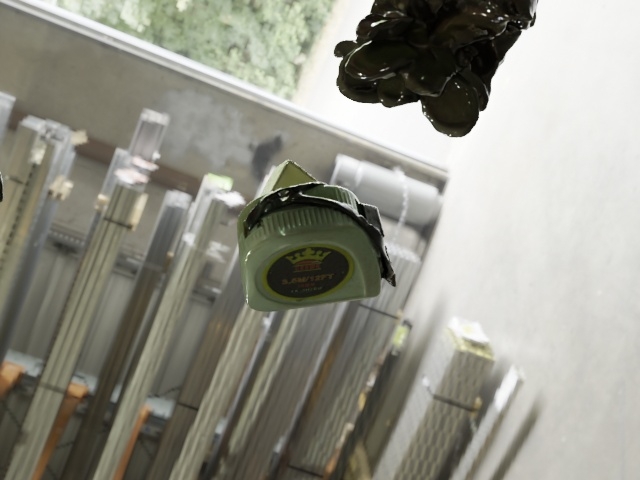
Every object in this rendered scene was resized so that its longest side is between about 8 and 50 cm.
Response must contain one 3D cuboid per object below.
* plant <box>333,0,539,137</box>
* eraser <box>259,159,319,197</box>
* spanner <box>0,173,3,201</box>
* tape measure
[{"bbox_3d":[0.151,-0.270,1.037,0.276,0.199,0.188,-60,-1,-15],"label":"plant"},{"bbox_3d":[-0.022,-0.042,1.497,0.058,0.172,0.117,-31,29,48],"label":"eraser"},{"bbox_3d":[-0.442,-0.192,1.156,0.071,0.017,0.302,-1,95,61],"label":"spanner"},{"bbox_3d":[0.000,0.000,1.249,0.207,0.235,0.115,91,169,-49],"label":"tape measure"}]
